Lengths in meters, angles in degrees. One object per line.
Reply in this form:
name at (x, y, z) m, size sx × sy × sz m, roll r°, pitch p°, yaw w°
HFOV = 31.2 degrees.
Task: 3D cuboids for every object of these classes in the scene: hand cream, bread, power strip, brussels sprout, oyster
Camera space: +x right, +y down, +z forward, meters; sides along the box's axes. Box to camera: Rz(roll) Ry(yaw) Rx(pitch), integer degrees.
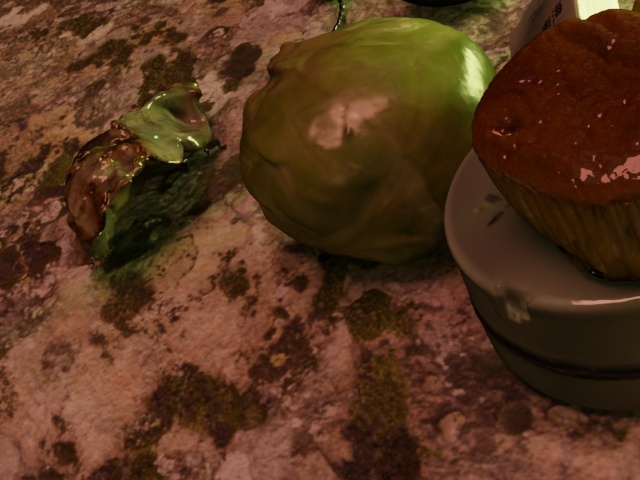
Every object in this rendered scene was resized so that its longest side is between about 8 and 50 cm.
hand cream at (0.000, 0.000, 1.398) m, size 0.030 × 0.019 × 0.093 m, roll -25°, pitch 34°, yaw 8°
bread at (0.264, -0.093, 0.997) m, size 0.227 × 0.142 × 0.253 m, roll -40°, pitch 42°, yaw -2°
power strip at (0.309, -0.016, 1.124) m, size 0.358 × 0.161 × 0.357 m, roll -17°, pitch 41°, yaw 15°
brussels sprout at (0.060, -0.113, 1.311) m, size 0.328 × 0.247 × 0.328 m, roll -22°, pitch 26°, yaw 11°
oyster at (-0.237, -0.112, 1.547) m, size 0.198 × 0.133 × 0.337 m, roll -30°, pitch 17°, yaw 41°

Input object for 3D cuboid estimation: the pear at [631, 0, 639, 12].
pear at (0.432, -0.237, 1.244) m, size 0.197 × 0.197 × 0.197 m, roll -16°, pitch 43°, yaw 15°

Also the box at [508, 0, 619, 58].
box at (0.287, -0.209, 1.335) m, size 0.067 × 0.155 × 0.242 m, roll 18°, pitch 46°, yaw -13°

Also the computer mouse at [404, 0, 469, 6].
computer mouse at (0.209, -0.390, 1.613) m, size 0.270 × 0.086 × 0.137 m, roll -24°, pitch 35°, yaw -7°

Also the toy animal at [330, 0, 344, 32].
toy animal at (0.010, -0.374, 1.741) m, size 0.079 × 0.070 × 0.252 m, roll -42°, pitch 41°, yaw 43°
